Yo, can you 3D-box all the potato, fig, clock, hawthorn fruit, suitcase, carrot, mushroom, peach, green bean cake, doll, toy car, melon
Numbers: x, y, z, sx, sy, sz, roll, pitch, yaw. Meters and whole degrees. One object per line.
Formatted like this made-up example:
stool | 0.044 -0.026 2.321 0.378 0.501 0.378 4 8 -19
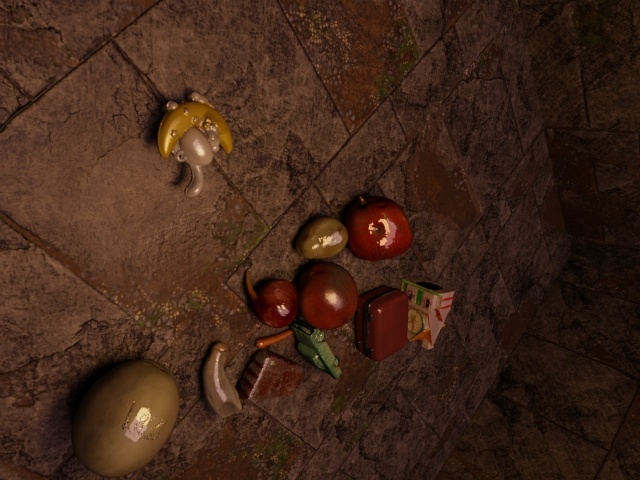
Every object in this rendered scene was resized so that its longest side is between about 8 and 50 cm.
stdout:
potato | 0.000 0.000 1.709 0.194 0.157 0.157 -32 123 -28
fig | -0.184 0.215 1.622 0.207 0.175 0.175 19 91 -29
clock | 0.485 0.354 2.190 0.166 0.235 0.309 -4 107 -39
hawthorn fruit | 0.217 -0.052 1.813 0.275 0.275 0.299 -39 115 -25
suitcase | 0.276 0.367 2.060 0.236 0.161 0.297 -18 114 -36
carrot | -0.168 0.372 1.762 0.190 0.037 0.037 -11 111 -42
mushroom | -0.353 0.486 1.592 0.118 0.103 0.270 -21 111 -35
peach | 0.023 0.200 1.725 0.252 0.252 0.252 -15 113 -38
green bean cake | -0.188 0.528 1.749 0.233 0.097 0.198 29 83 -43
doll | -0.365 -0.289 1.323 0.237 0.111 0.252 -54 132 -35
toy car | -0.018 0.439 1.824 0.097 0.141 0.320 -46 133 -24
melon | -0.543 0.495 1.312 0.268 0.268 0.330 50 63 -39
